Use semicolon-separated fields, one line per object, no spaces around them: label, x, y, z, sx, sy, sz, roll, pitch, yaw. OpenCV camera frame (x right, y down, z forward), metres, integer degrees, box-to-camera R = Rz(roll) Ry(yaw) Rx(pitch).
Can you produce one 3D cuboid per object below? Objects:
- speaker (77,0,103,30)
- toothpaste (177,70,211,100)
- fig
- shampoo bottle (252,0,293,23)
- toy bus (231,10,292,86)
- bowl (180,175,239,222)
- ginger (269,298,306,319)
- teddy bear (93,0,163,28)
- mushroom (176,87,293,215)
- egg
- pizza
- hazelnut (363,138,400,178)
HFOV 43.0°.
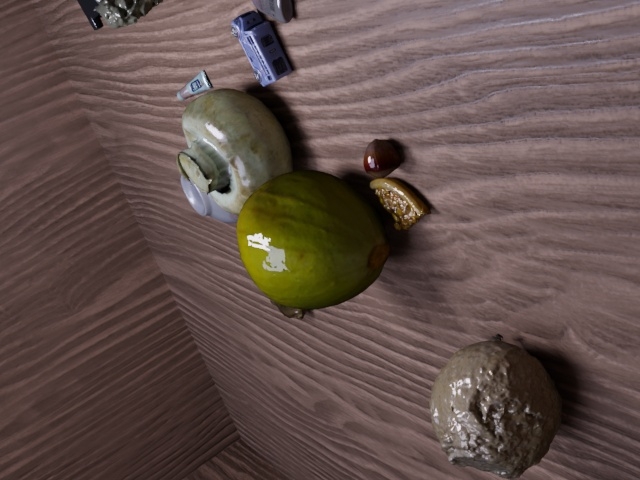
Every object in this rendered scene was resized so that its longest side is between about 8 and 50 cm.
speaker;-0.601;-0.757;2.286;0.232;0.184;0.254;6;127;62
toothpaste;-0.372;-0.449;2.387;0.205;0.036;0.056;-7;113;61
fig;-0.010;0.005;1.853;0.343;0.343;0.343;45;153;30
shampoo bottle;-0.121;-0.532;1.773;0.165;0.040;0.080;39;151;40
toy bus;-0.133;-0.445;1.864;0.076;0.073;0.167;3;125;59
bowl;-0.322;-0.172;2.465;0.345;0.157;0.345;45;153;30
ginger;-0.093;0.166;2.511;0.166;0.080;0.333;46;159;1
teddy bear;-0.475;-0.765;2.002;0.367;0.224;0.357;59;143;4
mushroom;-0.223;-0.220;2.079;0.352;0.260;0.352;39;151;27
egg;0.343;0.332;1.617;0.279;0.279;0.310;43;167;32
pizza;0.169;-0.072;1.747;0.178;0.041;0.131;43;154;33
hazelnut;0.125;-0.170;1.678;0.086;0.086;0.086;45;153;30
